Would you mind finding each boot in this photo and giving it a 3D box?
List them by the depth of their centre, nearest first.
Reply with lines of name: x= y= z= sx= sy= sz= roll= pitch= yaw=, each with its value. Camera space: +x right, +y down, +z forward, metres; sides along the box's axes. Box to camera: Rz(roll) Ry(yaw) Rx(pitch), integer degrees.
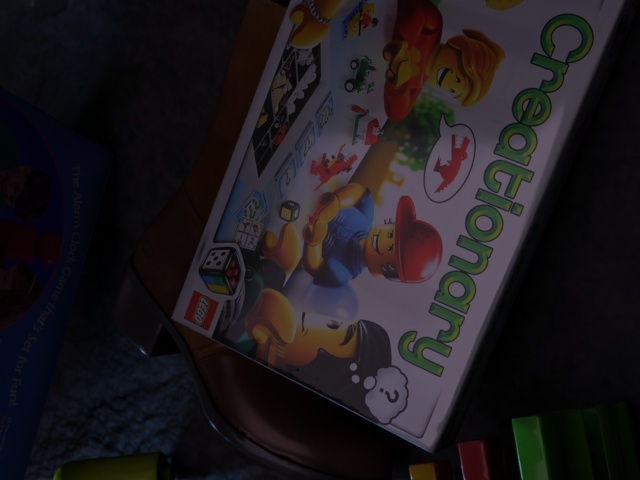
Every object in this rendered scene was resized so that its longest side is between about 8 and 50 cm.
boot: x=0.000 y=0.000 z=0.746 sx=0.264 sy=0.096 sz=0.280 roll=40 pitch=110 yaw=31

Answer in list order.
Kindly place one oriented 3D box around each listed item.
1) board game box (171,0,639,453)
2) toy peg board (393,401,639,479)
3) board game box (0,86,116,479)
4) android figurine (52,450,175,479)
board game box: x=0.048 y=-0.051 z=0.651 sx=0.193 sy=0.053 sz=0.305 roll=24 pitch=98 yaw=21
toy peg board: x=0.109 y=0.144 z=0.633 sx=0.161 sy=0.161 sz=0.079 roll=-15 pitch=77 yaw=36
board game box: x=-0.295 y=0.050 z=0.766 sx=0.078 sy=0.233 sz=0.347 roll=0 pitch=70 yaw=35
android figurine: x=-0.177 y=0.265 z=0.802 sx=0.273 sy=0.248 sz=0.056 roll=-7 pitch=127 yaw=6
